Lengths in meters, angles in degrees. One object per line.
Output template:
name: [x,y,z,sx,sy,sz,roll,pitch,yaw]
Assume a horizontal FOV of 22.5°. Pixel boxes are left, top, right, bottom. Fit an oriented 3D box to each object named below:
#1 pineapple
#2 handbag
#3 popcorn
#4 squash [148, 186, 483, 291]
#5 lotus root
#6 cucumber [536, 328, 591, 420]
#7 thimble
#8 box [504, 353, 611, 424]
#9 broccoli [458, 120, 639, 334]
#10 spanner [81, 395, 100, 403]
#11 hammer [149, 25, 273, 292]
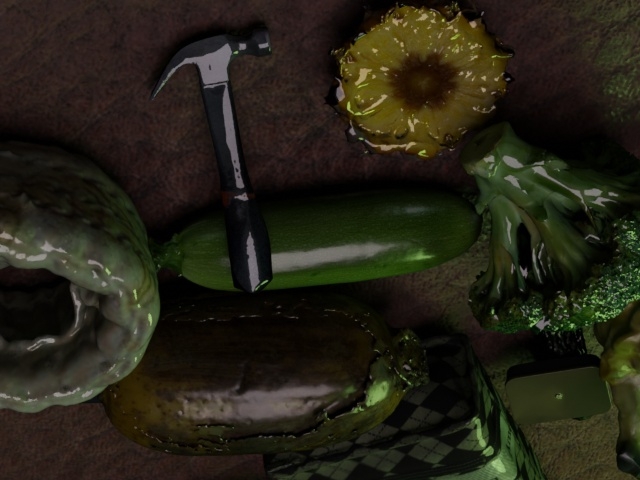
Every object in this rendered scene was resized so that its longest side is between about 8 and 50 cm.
pineapple: [0.104,-0.185,1.750,0.224,0.076,0.225,-4,127,-5]
handbag: [0.124,0.332,2.095,0.316,0.180,0.416,-21,133,14]
popcorn: [0.457,0.101,1.936,0.293,0.237,0.293,1,115,2]
squash: [0.000,0.000,1.849,0.395,0.107,0.107,-6,127,-7]
lotus root: [-0.069,0.153,1.894,0.397,0.179,0.196,-5,89,-2]
cucumber: [0.312,0.152,2.052,0.067,0.067,0.245,-17,127,1]
thimble: [-0.327,0.035,1.745,0.291,0.195,0.291,-6,128,-7]
box: [0.298,0.185,2.022,0.126,0.031,0.091,-11,130,13]
broccoli: [0.251,-0.021,1.796,0.269,0.254,0.269,-6,108,-19]
spanner: [-0.339,0.194,1.970,0.208,0.012,0.046,-2,134,-17]
hammer: [-0.102,-0.079,1.747,0.137,0.037,0.290,-9,105,0]
